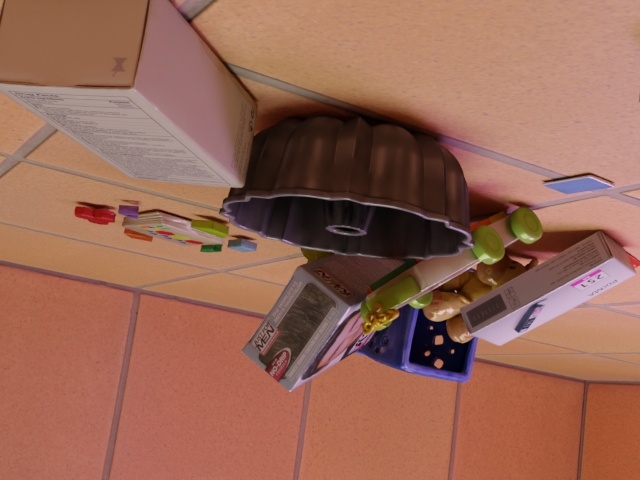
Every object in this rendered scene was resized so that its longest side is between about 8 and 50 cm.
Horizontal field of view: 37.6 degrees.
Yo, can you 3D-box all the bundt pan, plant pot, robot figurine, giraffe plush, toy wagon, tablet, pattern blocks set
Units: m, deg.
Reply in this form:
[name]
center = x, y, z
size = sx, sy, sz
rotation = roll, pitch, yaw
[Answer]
[bundt pan]
center = 0.041, -0.070, 1.217
size = 0.331, 0.124, 0.331
rotation = 8, 169, 2
[plant pot]
center = 0.185, 0.156, 1.961
size = 0.212, 0.235, 0.236
rotation = 5, 170, 45
[robot figurine]
center = 0.000, 0.000, 1.661
size = 0.067, 0.101, 0.115
rotation = 1, -163, 6
[giraffe plush]
center = 0.316, 0.089, 1.762
size = 0.210, 0.181, 0.170
rotation = 26, 140, -26
[toy wagon]
center = 0.171, 0.050, 1.422
size = 0.344, 0.068, 0.267
rotation = -21, 168, -48
[tablet]
center = 0.348, -0.076, 1.270
size = 0.054, 0.006, 0.083
rotation = 16, 167, -33
[pattern blocks set]
center = -0.299, -0.024, 1.904
size = 0.286, 0.026, 0.325
rotation = 0, 166, 34

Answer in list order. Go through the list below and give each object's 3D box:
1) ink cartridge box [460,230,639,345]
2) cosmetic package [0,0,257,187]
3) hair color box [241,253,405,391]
[ink cartridge box]
center = 0.414, 0.100, 1.631
size = 0.275, 0.060, 0.239
rotation = -33, 148, 24
[cosmetic package]
center = -0.192, -0.155, 0.998
size = 0.160, 0.113, 0.309
rotation = 6, 167, 15
[hair color box]
center = 0.029, 0.121, 1.656
size = 0.114, 0.185, 0.374
rotation = 39, -161, 15
